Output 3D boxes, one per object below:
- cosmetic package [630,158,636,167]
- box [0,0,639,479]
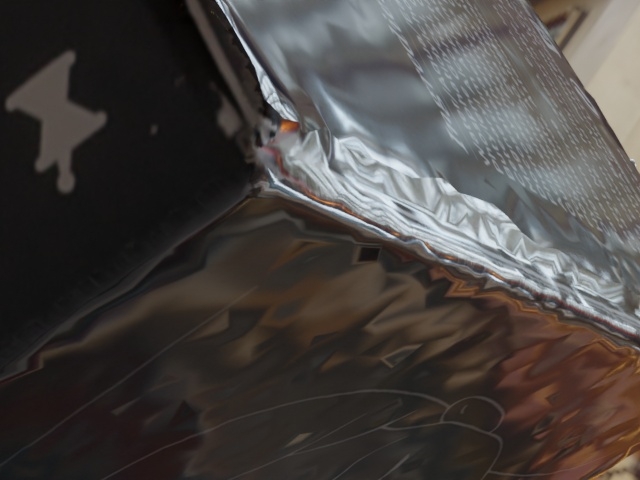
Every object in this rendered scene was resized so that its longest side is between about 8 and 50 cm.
[{"bbox_3d":[0.131,0.073,2.078,0.393,0.327,0.329,5,-12,-12],"label":"cosmetic package"},{"bbox_3d":[-0.155,0.036,0.664,0.480,0.472,0.297,-35,-111,16],"label":"box"}]
